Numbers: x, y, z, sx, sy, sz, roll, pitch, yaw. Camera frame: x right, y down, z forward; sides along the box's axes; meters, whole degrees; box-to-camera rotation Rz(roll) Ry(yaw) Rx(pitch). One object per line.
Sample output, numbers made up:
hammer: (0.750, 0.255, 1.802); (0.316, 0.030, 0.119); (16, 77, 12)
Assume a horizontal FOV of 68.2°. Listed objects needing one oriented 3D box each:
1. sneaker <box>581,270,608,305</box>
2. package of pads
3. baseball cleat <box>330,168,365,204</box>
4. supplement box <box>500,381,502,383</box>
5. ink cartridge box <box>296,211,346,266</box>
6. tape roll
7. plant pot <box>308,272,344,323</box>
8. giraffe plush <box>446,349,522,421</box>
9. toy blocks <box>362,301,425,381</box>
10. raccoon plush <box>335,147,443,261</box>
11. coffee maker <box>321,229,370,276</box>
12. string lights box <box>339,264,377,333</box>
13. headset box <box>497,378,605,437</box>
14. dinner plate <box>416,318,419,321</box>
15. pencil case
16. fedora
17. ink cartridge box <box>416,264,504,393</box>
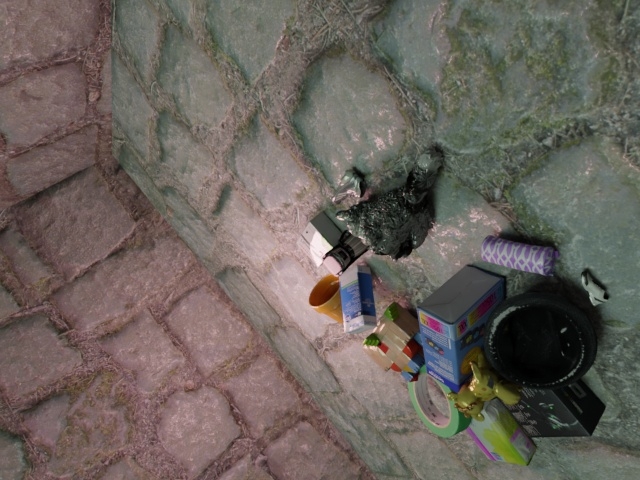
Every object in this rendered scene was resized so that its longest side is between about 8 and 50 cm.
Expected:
sneaker: (0.744, 0.126, 1.283); (0.043, 0.040, 0.109); (-23, 108, 42)
package of pads: (0.715, 0.783, 1.956); (0.296, 0.101, 0.229); (51, 150, -1)
baseball cleat: (0.104, -0.176, 1.771); (0.109, 0.072, 0.206); (38, 152, 8)
supplement box: (0.580, 0.471, 1.573); (0.083, 0.083, 0.056); (63, -173, 34)
ink cartridge box: (0.000, 0.000, 2.076); (0.160, 0.092, 0.219); (47, 149, 7)
tape roll: (0.504, 0.672, 2.028); (0.321, 0.077, 0.321); (38, 135, 53)
plant pot: (0.081, 0.283, 2.195); (0.188, 0.205, 0.205); (46, 153, -24)
giraffe plush: (0.504, 0.477, 1.486); (0.181, 0.210, 0.170); (49, 120, 29)
toy blocks: (0.342, 0.450, 1.981); (0.261, 0.190, 0.381); (42, 138, 21)
raccoon plush: (0.235, -0.151, 1.595); (0.299, 0.216, 0.446); (45, 122, 38)
coffee maker: (0.103, 0.063, 1.922); (0.120, 0.178, 0.171); (36, 146, 25)
string lights box: (0.154, 0.248, 1.982); (0.133, 0.076, 0.260); (-33, 54, 47)
headset box: (0.755, 0.524, 1.593); (0.246, 0.131, 0.283); (49, 150, 5)
dinner plate: (0.429, 0.382, 1.991); (0.141, 0.017, 0.141); (33, 144, 28)
pencil case: (0.570, 0.038, 1.362); (0.206, 0.088, 0.086); (16, 138, 43)
fedora: (0.646, 0.276, 1.411); (0.334, 0.152, 0.334); (9, 118, 17)
ink cartridge box: (0.485, 0.319, 1.596); (0.151, 0.270, 0.395); (29, 144, 45)
